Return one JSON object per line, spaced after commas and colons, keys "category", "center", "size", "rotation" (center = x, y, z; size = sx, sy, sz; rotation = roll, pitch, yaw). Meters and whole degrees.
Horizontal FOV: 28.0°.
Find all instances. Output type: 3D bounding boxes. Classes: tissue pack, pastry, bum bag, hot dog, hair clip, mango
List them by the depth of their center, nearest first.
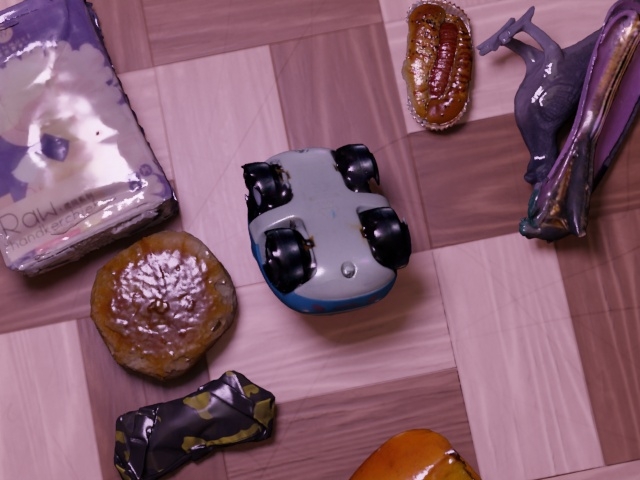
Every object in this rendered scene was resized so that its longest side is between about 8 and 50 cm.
{"category": "mango", "center": [0.096, 0.374, 1.650], "size": [0.257, 0.138, 0.187], "rotation": [-42, 100, -2]}
{"category": "bum bag", "center": [-0.169, 0.249, 1.710], "size": [0.232, 0.060, 0.107], "rotation": [-24, 90, -1]}
{"category": "pastry", "center": [-0.210, 0.087, 1.721], "size": [0.192, 0.093, 0.182], "rotation": [-35, 84, -5]}
{"category": "hair clip", "center": [0.376, -0.155, 1.732], "size": [0.110, 0.095, 0.359], "rotation": [22, 81, -6]}
{"category": "tissue pack", "center": [-0.365, -0.145, 1.746], "size": [0.242, 0.125, 0.344], "rotation": [-24, 83, -3]}
{"category": "hot dog", "center": [0.163, -0.245, 1.789], "size": [0.099, 0.053, 0.192], "rotation": [2, 78, 5]}

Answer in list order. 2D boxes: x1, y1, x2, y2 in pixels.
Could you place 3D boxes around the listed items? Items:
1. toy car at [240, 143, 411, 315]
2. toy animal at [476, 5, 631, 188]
{"category": "toy car", "center": [0.000, 0.000, 1.679], "size": [0.188, 0.190, 0.255], "rotation": [-12, 50, -14]}
{"category": "toy animal", "center": [0.320, -0.238, 1.764], "size": [0.205, 0.081, 0.367], "rotation": [29, 84, -17]}
